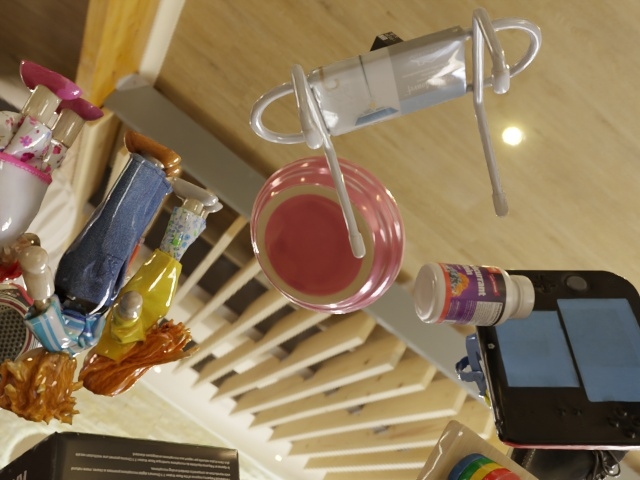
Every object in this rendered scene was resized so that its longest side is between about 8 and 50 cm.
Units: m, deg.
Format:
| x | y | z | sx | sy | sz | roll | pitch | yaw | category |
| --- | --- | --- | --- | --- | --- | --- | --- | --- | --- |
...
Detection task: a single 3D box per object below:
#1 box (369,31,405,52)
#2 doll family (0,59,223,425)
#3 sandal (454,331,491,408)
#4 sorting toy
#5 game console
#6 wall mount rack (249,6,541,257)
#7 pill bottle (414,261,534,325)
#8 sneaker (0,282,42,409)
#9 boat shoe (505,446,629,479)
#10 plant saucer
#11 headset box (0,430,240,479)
| x | y | z | sx | sy | sz | roll | pitch | yaw | category |
| --- | --- | --- | --- | --- | --- | --- | --- | --- | --- |
| 0.136 | -0.390 | 1.343 | 0.052 | 0.062 | 0.083 | 41 | -46 | 16 | box |
| -0.131 | 0.024 | 0.384 | 0.118 | 0.163 | 0.263 | 25 | -9 | 6 | doll family |
| 0.411 | 0.264 | 1.531 | 0.138 | 0.126 | 0.317 | 26 | -56 | 25 | sandal |
| 0.215 | 0.420 | 0.860 | 0.255 | 0.257 | 0.089 | 40 | -13 | -31 | sorting toy |
| 0.473 | 0.209 | 1.194 | 0.342 | 0.386 | 0.060 | 4 | -44 | -3 | game console |
| 0.105 | -0.118 | 0.764 | 0.350 | 0.130 | 0.304 | -15 | -27 | 8 | wall mount rack |
| 0.275 | 0.098 | 1.130 | 0.194 | 0.108 | 0.108 | 4 | -28 | -14 | pill bottle |
| -0.400 | 0.161 | 0.627 | 0.121 | 0.299 | 0.112 | 50 | -9 | -5 | sneaker |
| 0.603 | 0.472 | 1.471 | 0.186 | 0.500 | 0.156 | 54 | -33 | 18 | boat shoe |
| 0.000 | 0.000 | 1.266 | 0.332 | 0.084 | 0.332 | 7 | -70 | 20 | plant saucer |
| -0.160 | 0.296 | 0.380 | 0.131 | 0.283 | 0.246 | 21 | -44 | -38 | headset box |
